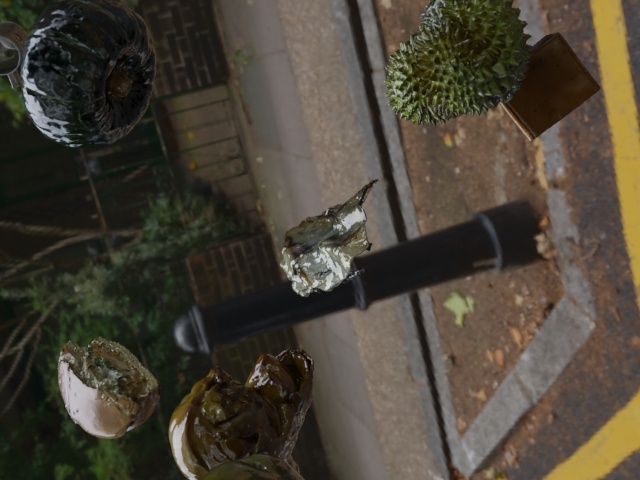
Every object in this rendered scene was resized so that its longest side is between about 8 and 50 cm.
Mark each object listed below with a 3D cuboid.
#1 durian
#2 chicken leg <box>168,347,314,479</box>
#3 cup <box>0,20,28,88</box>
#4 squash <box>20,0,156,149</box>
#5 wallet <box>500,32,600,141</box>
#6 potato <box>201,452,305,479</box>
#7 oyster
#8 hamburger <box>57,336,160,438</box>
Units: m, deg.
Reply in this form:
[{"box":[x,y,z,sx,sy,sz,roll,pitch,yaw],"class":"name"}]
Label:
[{"box":[0.256,-0.323,1.476,0.224,0.291,0.291,35,164,-3],"class":"durian"},{"box":[-0.083,0.337,1.414,0.182,0.295,0.409,9,145,37],"class":"chicken leg"},{"box":[-0.556,-0.338,1.479,0.102,0.074,0.099,43,-162,-27],"class":"cup"},{"box":[-0.377,-0.274,1.340,0.252,0.165,0.252,14,-90,-80],"class":"squash"},{"box":[0.468,-0.323,1.731,0.161,0.195,0.042,51,175,-2],"class":"wallet"},{"box":[-0.083,0.369,1.064,0.251,0.159,0.174,1,-80,-65],"class":"potato"},{"box":[-0.004,0.001,1.388,0.201,0.107,0.354,-69,11,-18],"class":"oyster"},{"box":[-0.437,0.312,1.654,0.283,0.144,0.157,28,107,47],"class":"hamburger"}]
